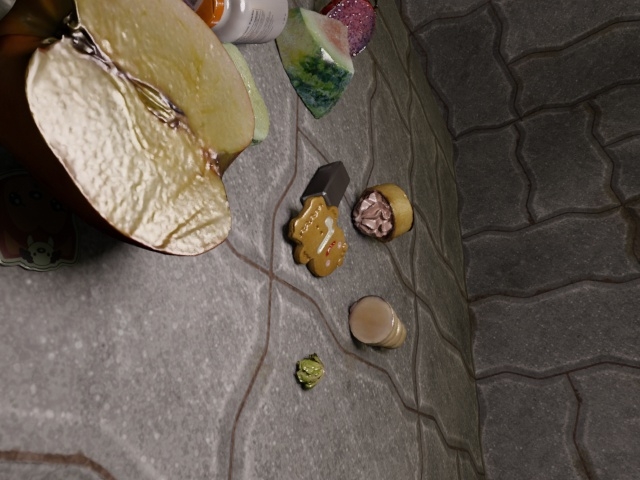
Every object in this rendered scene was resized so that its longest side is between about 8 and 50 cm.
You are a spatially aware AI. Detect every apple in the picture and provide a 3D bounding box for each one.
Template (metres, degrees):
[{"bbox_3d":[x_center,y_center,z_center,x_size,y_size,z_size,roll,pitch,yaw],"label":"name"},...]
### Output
[{"bbox_3d":[-0.239,-0.166,0.657,0.329,0.295,0.365,52,7,37],"label":"apple"}]

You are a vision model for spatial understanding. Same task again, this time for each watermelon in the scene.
[{"bbox_3d":[-0.022,-0.545,1.481,0.310,0.193,0.232,54,51,-15],"label":"watermelon"}]

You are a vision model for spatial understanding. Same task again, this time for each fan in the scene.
[{"bbox_3d":[-0.374,-0.067,0.642,0.132,0.009,0.220,5,74,-66],"label":"fan"}]

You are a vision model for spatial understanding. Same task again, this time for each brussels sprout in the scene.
[{"bbox_3d":[-0.017,0.298,1.136,0.085,0.058,0.085,-17,90,-81],"label":"brussels sprout"}]

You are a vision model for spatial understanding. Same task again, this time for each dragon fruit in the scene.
[{"bbox_3d":[0.073,-0.776,1.741,0.148,0.218,0.224,57,-37,43],"label":"dragon fruit"}]

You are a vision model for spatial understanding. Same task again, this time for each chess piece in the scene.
[{"bbox_3d":[0.194,0.265,1.506,0.261,0.142,0.143,39,44,-58],"label":"chess piece"}]

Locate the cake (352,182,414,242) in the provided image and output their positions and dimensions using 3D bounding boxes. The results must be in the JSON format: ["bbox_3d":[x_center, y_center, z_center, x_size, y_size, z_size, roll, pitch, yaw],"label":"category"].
[{"bbox_3d":[0.192,-0.077,1.635,0.178,0.185,0.208,-29,136,-22],"label":"cake"}]

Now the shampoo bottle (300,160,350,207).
[{"bbox_3d":[0.014,-0.136,1.384,0.079,0.080,0.246,63,29,-25],"label":"shampoo bottle"}]

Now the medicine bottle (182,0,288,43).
[{"bbox_3d":[-0.193,-0.508,1.061,0.289,0.156,0.157,-46,118,-60],"label":"medicine bottle"}]

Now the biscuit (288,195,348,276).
[{"bbox_3d":[0.002,0.001,1.268,0.184,0.035,0.249,-55,140,-25],"label":"biscuit"}]

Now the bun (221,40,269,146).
[{"bbox_3d":[-0.193,-0.288,1.011,0.221,0.108,0.221,-18,90,-72],"label":"bun"}]
